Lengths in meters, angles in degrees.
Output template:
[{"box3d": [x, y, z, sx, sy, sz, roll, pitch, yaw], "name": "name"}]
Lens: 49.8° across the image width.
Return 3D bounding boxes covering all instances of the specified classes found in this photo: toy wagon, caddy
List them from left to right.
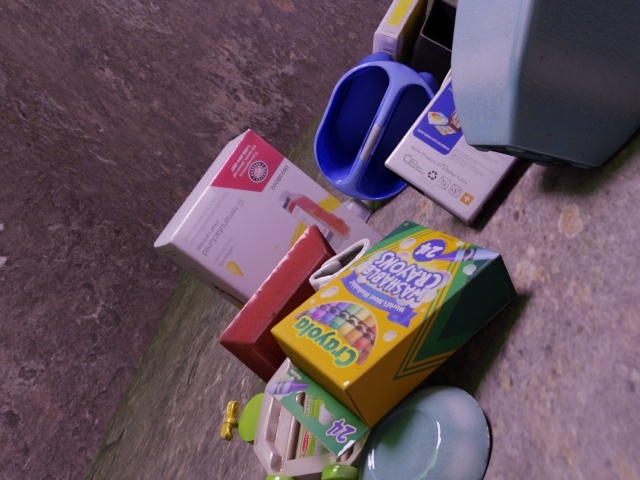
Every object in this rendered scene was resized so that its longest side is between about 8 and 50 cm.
[{"box3d": [-0.019, 0.256, 1.061, 0.344, 0.068, 0.267, -25, 41, 39], "name": "toy wagon"}, {"box3d": [0.127, -0.252, 1.550, 0.179, 0.241, 0.341, -65, -1, -54], "name": "caddy"}]

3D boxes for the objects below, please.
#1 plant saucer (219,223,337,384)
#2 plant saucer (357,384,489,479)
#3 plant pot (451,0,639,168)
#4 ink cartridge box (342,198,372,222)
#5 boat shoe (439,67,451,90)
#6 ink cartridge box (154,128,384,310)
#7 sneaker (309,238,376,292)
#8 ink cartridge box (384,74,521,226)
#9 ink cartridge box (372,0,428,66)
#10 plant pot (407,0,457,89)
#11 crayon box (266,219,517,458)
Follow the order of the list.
[{"box3d": [-0.026, 0.142, 1.234, 0.047, 0.258, 0.259, 27, 73, 38], "name": "plant saucer"}, {"box3d": [0.108, 0.252, 0.820, 0.195, 0.037, 0.195, -35, 31, 25], "name": "plant saucer"}, {"box3d": [0.324, -0.238, 0.976, 0.247, 0.247, 0.252, -144, 66, -75], "name": "plant pot"}, {"box3d": [0.000, 0.000, 1.770, 0.165, 0.065, 0.332, -59, 17, -20], "name": "ink cartridge box"}, {"box3d": [0.363, -0.361, 1.388, 0.324, 0.116, 0.097, -45, 13, 8], "name": "boat shoe"}, {"box3d": [-0.091, 0.009, 1.401, 0.279, 0.384, 0.160, -58, 18, -17], "name": "ink cartridge box"}, {"box3d": [0.034, 0.120, 1.182, 0.292, 0.169, 0.108, -49, 17, 23], "name": "sneaker"}, {"box3d": [0.288, -0.222, 1.162, 0.371, 0.175, 0.069, -54, -18, 2], "name": "ink cartridge box"}, {"box3d": [0.209, -0.492, 1.703, 0.307, 0.072, 0.304, -60, -17, -26], "name": "ink cartridge box"}, {"box3d": [0.297, -0.422, 1.624, 0.167, 0.187, 0.188, -59, 6, 47], "name": "plant pot"}, {"box3d": [0.077, 0.115, 0.935, 0.323, 0.083, 0.203, -39, 30, -16], "name": "crayon box"}]
